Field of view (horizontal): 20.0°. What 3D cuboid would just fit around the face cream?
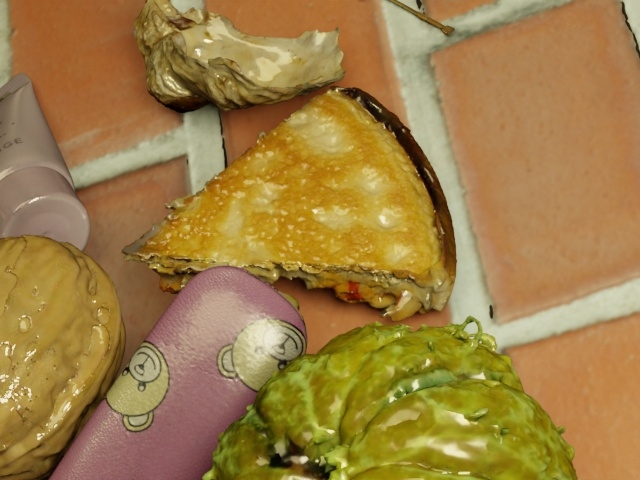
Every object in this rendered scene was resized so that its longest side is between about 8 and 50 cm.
[{"bbox_3d":[-0.313,-0.068,1.810,0.154,0.096,0.274,-42,39,-1],"label":"face cream"}]

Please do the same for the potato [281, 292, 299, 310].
[{"bbox_3d":[-0.071,0.085,1.606,0.103,0.066,0.096,5,29,17],"label":"potato"}]

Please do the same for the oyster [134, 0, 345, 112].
[{"bbox_3d":[-0.089,-0.165,1.750,0.233,0.161,0.107,22,111,36],"label":"oyster"}]

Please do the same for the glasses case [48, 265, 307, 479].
[{"bbox_3d":[-0.131,0.167,1.530,0.123,0.076,0.316,36,94,10],"label":"glasses case"}]

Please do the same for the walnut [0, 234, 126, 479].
[{"bbox_3d":[-0.273,0.105,1.604,0.198,0.198,0.245,10,62,29],"label":"walnut"}]

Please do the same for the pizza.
[{"bbox_3d":[0.000,0.000,1.609,0.288,0.074,0.251,-37,53,-19],"label":"pizza"}]

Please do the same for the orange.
[{"bbox_3d":[0.048,0.209,1.381,0.300,0.223,0.301,-38,46,3],"label":"orange"}]

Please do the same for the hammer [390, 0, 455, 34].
[{"bbox_3d":[0.083,-0.227,1.773,0.123,0.014,0.029,33,85,35],"label":"hammer"}]
